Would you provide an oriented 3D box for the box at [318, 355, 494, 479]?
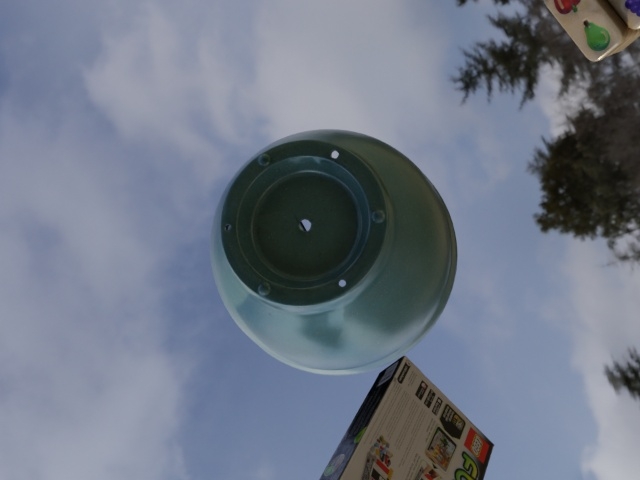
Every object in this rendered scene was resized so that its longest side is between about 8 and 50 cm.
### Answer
[{"bbox_3d":[0.061,0.192,0.570,0.114,0.036,0.207,46,-144,-3],"label":"box"}]

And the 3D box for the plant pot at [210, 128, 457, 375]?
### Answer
[{"bbox_3d":[0.000,0.000,0.832,0.196,0.293,0.293,42,-148,-74],"label":"plant pot"}]

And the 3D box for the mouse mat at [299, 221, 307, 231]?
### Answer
[{"bbox_3d":[-0.022,0.049,1.031,0.007,0.190,0.152,-30,-90,-19],"label":"mouse mat"}]

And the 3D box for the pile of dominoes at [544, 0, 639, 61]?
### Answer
[{"bbox_3d":[0.241,-0.193,0.412,0.040,0.251,0.196,-28,-100,-40],"label":"pile of dominoes"}]
